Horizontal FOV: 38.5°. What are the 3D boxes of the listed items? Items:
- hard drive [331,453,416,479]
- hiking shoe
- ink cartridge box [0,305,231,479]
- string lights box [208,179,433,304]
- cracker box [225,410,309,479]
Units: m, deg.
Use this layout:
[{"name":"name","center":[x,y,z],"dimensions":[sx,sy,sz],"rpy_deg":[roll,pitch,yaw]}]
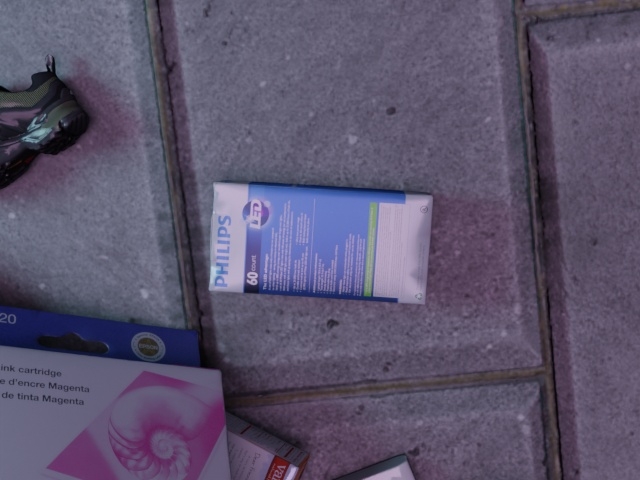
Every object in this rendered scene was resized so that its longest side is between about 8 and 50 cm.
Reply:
[{"name":"hard drive","center":[0.073,0.453,1.185],"dimensions":[0.203,0.040,0.307],"rpy_deg":[-22,96,4]},{"name":"hiking shoe","center":[-0.398,-0.132,1.114],"dimensions":[0.227,0.086,0.114],"rpy_deg":[-28,82,-1]},{"name":"ink cartridge box","center":[-0.258,0.198,0.981],"dimensions":[0.324,0.330,0.071],"rpy_deg":[10,138,-27]},{"name":"string lights box","center":[0.000,0.000,1.111],"dimensions":[0.260,0.077,0.133],"rpy_deg":[4,97,1]},{"name":"cracker box","center":[-0.150,0.288,1.138],"dimensions":[0.232,0.067,0.155],"rpy_deg":[26,97,11]}]
